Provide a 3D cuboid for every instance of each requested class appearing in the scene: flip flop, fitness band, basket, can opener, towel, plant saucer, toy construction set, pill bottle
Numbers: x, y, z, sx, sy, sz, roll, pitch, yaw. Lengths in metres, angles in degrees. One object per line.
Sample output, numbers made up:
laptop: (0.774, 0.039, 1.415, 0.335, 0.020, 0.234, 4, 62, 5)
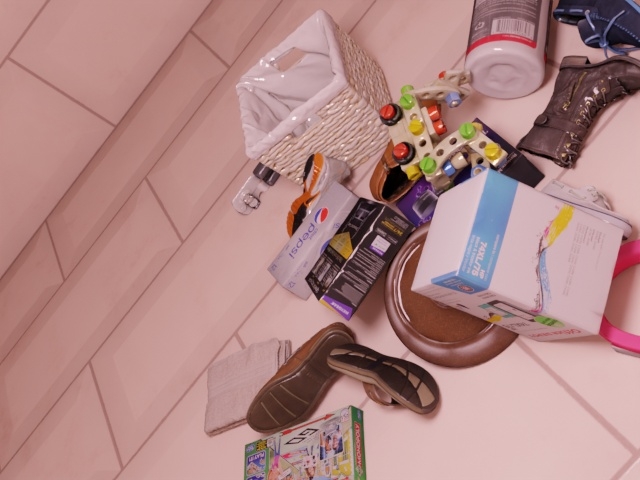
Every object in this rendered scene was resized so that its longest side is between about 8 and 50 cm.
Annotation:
flip flop: (0.125, 0.290, 1.607, 0.277, 0.112, 0.080, 17, 117, 40)
fitness band: (0.574, 0.096, 1.292, 0.291, 0.054, 0.209, 8, 70, 48)
basket: (-0.011, -0.355, 2.066, 0.328, 0.266, 0.331, -36, 43, 25)
can opener: (-0.165, -0.198, 2.275, 0.280, 0.074, 0.093, -53, 37, 5)
towel: (-0.183, 0.355, 1.924, 0.282, 0.049, 0.187, -28, 45, 32)
plant saucer: (0.259, 0.092, 1.546, 0.311, 0.050, 0.310, -6, 77, 27)
toy construction set: (0.249, -0.236, 1.625, 0.215, 0.151, 0.327, -26, 45, 22)
pill bottle: (0.426, -0.493, 1.766, 0.176, 0.176, 0.318, -11, 56, 42)

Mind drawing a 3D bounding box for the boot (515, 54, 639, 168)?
boot: (0.533, -0.248, 1.569, 0.263, 0.091, 0.229, 21, 86, 55)

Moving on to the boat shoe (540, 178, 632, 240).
boat shoe: (0.492, -0.069, 1.470, 0.076, 0.083, 0.226, -58, 37, -1)

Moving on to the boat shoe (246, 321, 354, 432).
boat shoe: (-0.040, 0.308, 1.768, 0.307, 0.111, 0.104, -42, 10, 5)

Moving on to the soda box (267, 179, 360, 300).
soda box: (0.000, 0.000, 1.943, 0.286, 0.091, 0.098, -53, 37, 4)

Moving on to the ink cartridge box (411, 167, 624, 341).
ink cartridge box: (0.338, 0.034, 1.368, 0.198, 0.270, 0.197, 144, 147, -71)

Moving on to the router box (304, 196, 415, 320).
router box: (0.077, 0.030, 1.741, 0.243, 0.081, 0.309, -55, 9, 2)

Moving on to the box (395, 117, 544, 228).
box: (0.313, -0.105, 1.678, 0.261, 0.103, 0.184, -48, 41, 11)

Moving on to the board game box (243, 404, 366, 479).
board game box: (-0.039, 0.498, 1.671, 0.317, 0.046, 0.213, -29, 45, 31)

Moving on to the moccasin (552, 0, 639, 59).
moccasin: (0.590, -0.437, 1.614, 0.117, 0.138, 0.342, -48, 24, 17)

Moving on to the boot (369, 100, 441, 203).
boot: (0.199, -0.213, 1.794, 0.283, 0.109, 0.220, -55, 7, 9)

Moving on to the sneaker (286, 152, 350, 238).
sneaker: (0.002, -0.092, 2.012, 0.099, 0.121, 0.262, 56, 131, 49)
